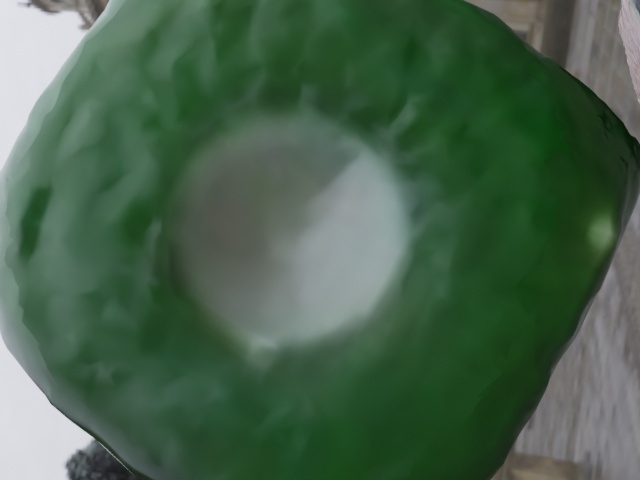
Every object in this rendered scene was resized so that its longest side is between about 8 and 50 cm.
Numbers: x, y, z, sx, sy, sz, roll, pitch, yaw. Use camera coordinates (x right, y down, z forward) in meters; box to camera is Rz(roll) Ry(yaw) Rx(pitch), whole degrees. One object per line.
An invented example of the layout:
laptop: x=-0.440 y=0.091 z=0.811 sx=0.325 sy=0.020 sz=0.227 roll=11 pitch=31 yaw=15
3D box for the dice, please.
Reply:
dice: x=0.000 y=0.000 z=0.576 sx=0.287 sy=0.297 sz=0.300 roll=-59 pitch=-8 yaw=3

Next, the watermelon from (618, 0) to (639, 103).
watermelon: x=0.373 y=-0.137 z=0.730 sx=0.292 sy=0.283 sz=0.250 roll=80 pitch=163 yaw=-54
